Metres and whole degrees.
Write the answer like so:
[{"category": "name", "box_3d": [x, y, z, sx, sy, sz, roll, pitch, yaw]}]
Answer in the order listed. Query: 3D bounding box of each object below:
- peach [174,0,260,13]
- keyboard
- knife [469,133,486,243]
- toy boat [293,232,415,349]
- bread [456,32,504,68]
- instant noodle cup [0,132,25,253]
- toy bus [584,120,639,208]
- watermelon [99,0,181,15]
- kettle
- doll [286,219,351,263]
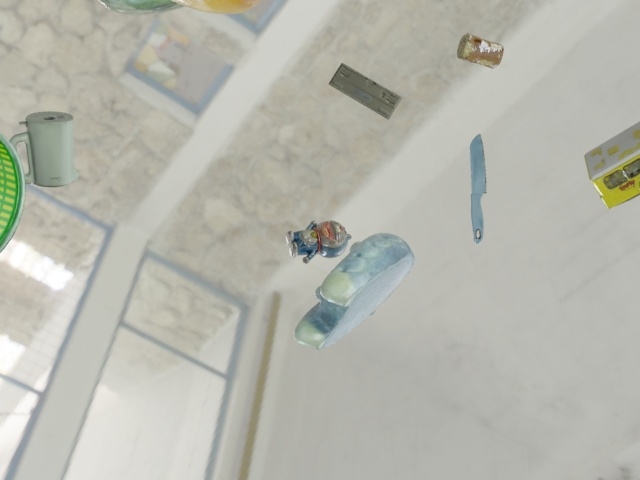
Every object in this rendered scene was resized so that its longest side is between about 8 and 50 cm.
[{"category": "peach", "box_3d": [-0.178, -0.514, 1.454, 0.308, 0.289, 0.289, 23, -98, 49]}, {"category": "keyboard", "box_3d": [0.081, -0.271, 1.608, 0.049, 0.129, 0.015, -59, 174, -1]}, {"category": "knife", "box_3d": [0.414, -0.131, 2.322, 0.019, 0.044, 0.313, -74, 159, -62]}, {"category": "toy boat", "box_3d": [0.056, 0.075, 1.698, 0.330, 0.123, 0.215, -32, 156, -50]}, {"category": "bread", "box_3d": [0.279, -0.331, 1.549, 0.036, 0.083, 0.047, 20, -82, 62]}, {"category": "instant noodle cup", "box_3d": [-0.465, -0.066, 0.935, 0.207, 0.207, 0.232, -61, 163, -3]}, {"category": "toy bus", "box_3d": [0.449, -0.128, 1.120, 0.226, 0.074, 0.081, -32, -157, 28]}, {"category": "watermelon", "box_3d": [-0.320, -0.555, 1.757, 0.212, 0.201, 0.261, -13, -174, 11]}, {"category": "kettle", "box_3d": [-0.587, -0.192, 1.898, 0.098, 0.127, 0.148, 19, -63, 32]}, {"category": "doll", "box_3d": [0.000, 0.000, 2.024, 0.085, 0.151, 0.114, 108, -28, -54]}]
